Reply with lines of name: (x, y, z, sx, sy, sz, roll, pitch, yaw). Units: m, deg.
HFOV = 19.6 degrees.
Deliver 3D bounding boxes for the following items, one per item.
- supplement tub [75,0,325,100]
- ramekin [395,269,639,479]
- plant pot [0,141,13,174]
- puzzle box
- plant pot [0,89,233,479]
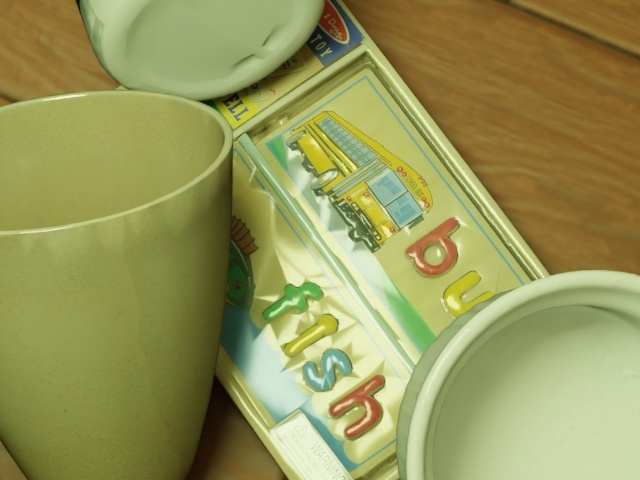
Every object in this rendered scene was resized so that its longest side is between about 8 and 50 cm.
supplement tub: (-0.129, -0.285, 1.504, 0.194, 0.193, 0.316, -21, 57, -3)
ramekin: (0.187, 0.158, 1.394, 0.277, 0.135, 0.277, 0, 91, -10)
plant pot: (-0.372, -0.070, 1.503, 0.234, 0.165, 0.165, 25, 78, 0)
puzzle box: (0.000, 0.000, 1.521, 0.272, 0.052, 0.409, -35, 76, -7)
plant pot: (-0.178, 0.059, 1.400, 0.256, 0.256, 0.274, -5, 116, 1)
